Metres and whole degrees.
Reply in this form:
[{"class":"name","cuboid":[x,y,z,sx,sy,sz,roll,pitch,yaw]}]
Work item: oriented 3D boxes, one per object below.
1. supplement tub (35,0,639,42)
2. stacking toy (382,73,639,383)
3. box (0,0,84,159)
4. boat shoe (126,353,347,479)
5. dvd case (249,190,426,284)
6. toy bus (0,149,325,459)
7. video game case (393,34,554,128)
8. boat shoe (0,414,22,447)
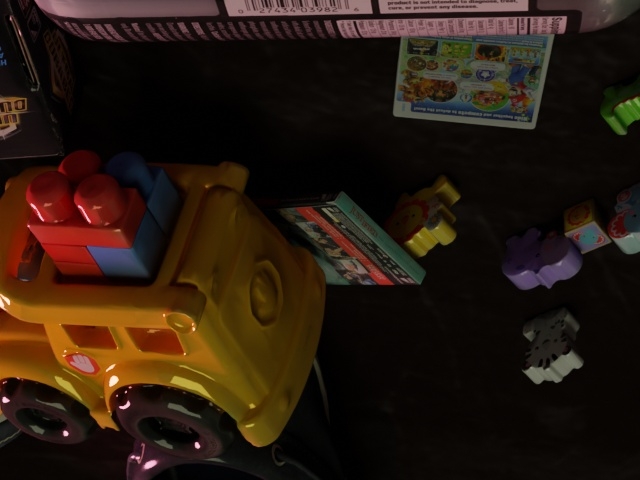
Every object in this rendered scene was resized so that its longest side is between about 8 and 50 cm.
[{"class":"supplement tub","cuboid":[0.032,-0.186,0.632,0.315,0.194,0.194,-1,136,7]},{"class":"stacking toy","cuboid":[0.174,-0.002,0.907,0.221,0.052,0.167,-27,127,30]},{"class":"box","cuboid":[-0.310,-0.164,0.789,0.295,0.073,0.293,-3,137,10]},{"class":"boat shoe","cuboid":[-0.041,0.242,1.121,0.186,0.156,0.500,-4,137,9]},{"class":"dvd case","cuboid":[0.000,0.000,0.923,0.087,0.013,0.119,42,153,-30]},{"class":"toy bus","cuboid":[-0.133,0.020,0.869,0.220,0.150,0.211,1,147,24]},{"class":"video game case","cuboid":[0.090,-0.116,0.829,0.087,0.011,0.122,5,136,1]},{"class":"boat shoe","cuboid":[-0.331,0.183,1.098,0.254,0.095,0.079,-26,113,-1]}]
